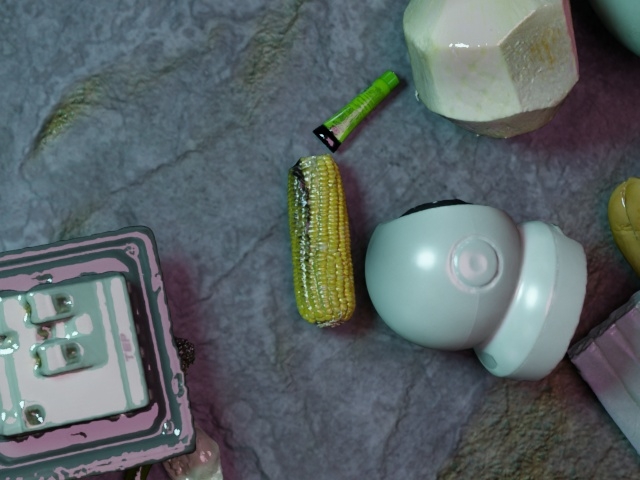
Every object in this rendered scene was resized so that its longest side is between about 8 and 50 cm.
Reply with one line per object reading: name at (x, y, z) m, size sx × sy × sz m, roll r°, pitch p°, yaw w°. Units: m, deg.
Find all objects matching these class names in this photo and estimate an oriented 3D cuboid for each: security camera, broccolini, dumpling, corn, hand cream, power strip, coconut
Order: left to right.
power strip at (-0.270, 0.126, 1.760) m, size 0.251 × 0.092 × 0.257 m, roll -11°, pitch 87°, yaw -20°
broccolini at (-0.197, 0.208, 1.854) m, size 0.058 × 0.067 × 0.216 m, roll 20°, pitch 88°, yaw -12°
dumpling at (-0.144, 0.241, 1.861) m, size 0.057 × 0.052 × 0.076 m, roll -25°, pitch 103°, yaw -29°
corn at (0.000, 0.000, 1.926) m, size 0.072 × 0.072 × 0.203 m, roll -2°, pitch 84°, yaw -18°
hand cream at (0.045, -0.155, 1.978) m, size 0.036 × 0.023 × 0.122 m, roll 46°, pitch 73°, yaw 1°
security camera at (0.164, 0.047, 1.912) m, size 0.236 × 0.194 × 0.195 m, roll 17°, pitch 80°, yaw -14°
coconut at (0.195, -0.246, 1.929) m, size 0.197 × 0.237 × 0.237 m, roll -8°, pitch 87°, yaw 15°

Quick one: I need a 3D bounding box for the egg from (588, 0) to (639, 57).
egg at (0.429, -0.395, 1.994) m, size 0.276 × 0.276 × 0.389 m, roll -3°, pitch 85°, yaw -18°

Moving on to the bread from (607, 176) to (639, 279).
bread at (0.419, 0.008, 2.035) m, size 0.189 × 0.114 × 0.077 m, roll 56°, pitch 40°, yaw -9°

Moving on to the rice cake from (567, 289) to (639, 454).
rice cake at (0.415, 0.161, 2.023) m, size 0.189 × 0.037 × 0.198 m, roll -44°, pitch 101°, yaw 8°
